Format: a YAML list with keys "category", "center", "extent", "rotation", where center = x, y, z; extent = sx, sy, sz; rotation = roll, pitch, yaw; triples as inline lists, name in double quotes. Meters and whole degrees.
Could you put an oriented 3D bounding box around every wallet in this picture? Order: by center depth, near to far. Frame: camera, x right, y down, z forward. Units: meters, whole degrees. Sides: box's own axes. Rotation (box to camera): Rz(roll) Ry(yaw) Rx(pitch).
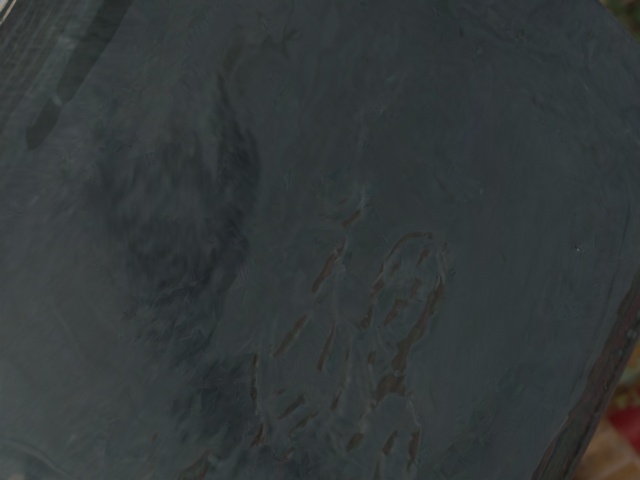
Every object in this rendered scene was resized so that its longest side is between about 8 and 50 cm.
- category: "wallet"
  center: [-0.001, 0.000, 0.563]
  extent: [0.290, 0.251, 0.054]
  rotation: [38, 168, -38]
